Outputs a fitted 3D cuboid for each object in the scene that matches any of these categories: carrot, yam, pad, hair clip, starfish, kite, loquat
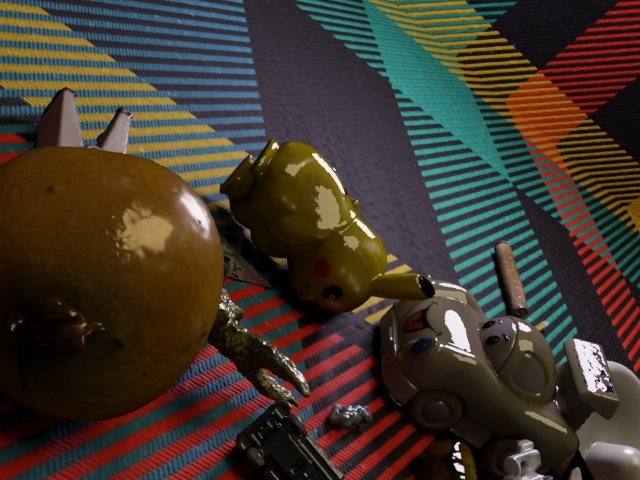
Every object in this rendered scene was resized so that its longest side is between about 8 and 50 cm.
[{"bbox_3d":[0.184,0.354,1.551,0.082,0.082,0.173,42,25,-18],"label":"carrot"},{"bbox_3d":[0.423,0.088,2.442,0.046,0.046,0.264,39,25,-23],"label":"yam"},{"bbox_3d":[0.419,0.434,1.773,0.004,0.190,0.127,-12,54,-16],"label":"pad"},{"bbox_3d":[-0.294,-0.061,1.322,0.101,0.085,0.331,33,29,-29],"label":"hair clip"},{"bbox_3d":[-0.103,0.101,1.302,0.347,0.078,0.358,39,-23,58],"label":"starfish"},{"bbox_3d":[-0.119,0.021,1.615,0.137,0.005,0.152,46,23,-13],"label":"kite"},{"bbox_3d":[-0.223,0.040,1.053,0.275,0.275,0.275,39,25,-22],"label":"loquat"}]

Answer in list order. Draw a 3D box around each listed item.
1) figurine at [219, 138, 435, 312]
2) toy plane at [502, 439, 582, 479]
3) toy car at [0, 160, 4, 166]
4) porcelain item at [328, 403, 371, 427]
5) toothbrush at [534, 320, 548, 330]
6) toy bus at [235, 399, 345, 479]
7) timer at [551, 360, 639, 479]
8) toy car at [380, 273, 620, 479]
[{"bbox_3d":[-0.005,-0.006,1.669,0.169,0.218,0.327,-37,98,-26],"label":"figurine"},{"bbox_3d":[0.329,0.422,1.643,0.244,0.117,0.245,10,75,-39],"label":"toy plane"},{"bbox_3d":[-0.384,-0.077,1.225,0.143,0.054,0.073,32,29,-34],"label":"toy car"},{"bbox_3d":[0.040,0.245,1.528,0.036,0.028,0.083,43,18,31],"label":"porcelain item"},{"bbox_3d":[0.443,0.199,2.337,0.288,0.021,0.024,-7,70,-63],"label":"toothbrush"},{"bbox_3d":[-0.021,0.276,1.290,0.174,0.079,0.077,50,-13,4],"label":"toy bus"},{"bbox_3d":[0.506,0.332,1.964,0.233,0.240,0.233,2,86,-33],"label":"timer"},{"bbox_3d":[0.278,0.201,1.754,0.336,0.226,0.242,37,25,-17],"label":"toy car"}]
